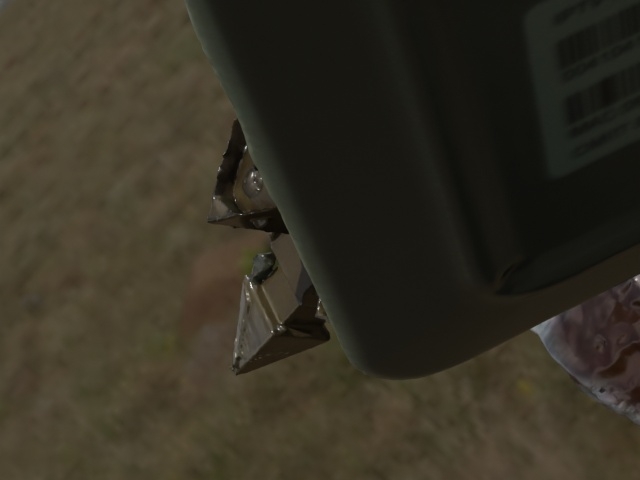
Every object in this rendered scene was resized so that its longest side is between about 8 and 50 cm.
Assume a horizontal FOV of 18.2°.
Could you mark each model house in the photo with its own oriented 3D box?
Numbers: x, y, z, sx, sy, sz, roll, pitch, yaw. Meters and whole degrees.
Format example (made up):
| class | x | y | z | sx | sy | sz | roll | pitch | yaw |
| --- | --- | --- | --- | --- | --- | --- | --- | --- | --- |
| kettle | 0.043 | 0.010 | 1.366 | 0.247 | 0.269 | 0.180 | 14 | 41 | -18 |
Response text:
| class | x | y | z | sx | sy | sz | roll | pitch | yaw |
| --- | --- | --- | --- | --- | --- | --- | --- | --- | --- |
| model house | 0.000 | 0.000 | 1.177 | 0.248 | 0.176 | 0.181 | -51 | 51 | 30 |

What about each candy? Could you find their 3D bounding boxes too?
| class | x | y | z | sx | sy | sz | roll | pitch | yaw |
| --- | --- | --- | --- | --- | --- | --- | --- | --- | --- |
| candy | 0.303 | 0.074 | 1.471 | 0.157 | 0.289 | 0.214 | -58 | 25 | 27 |

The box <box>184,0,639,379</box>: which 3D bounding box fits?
| class | x | y | z | sx | sy | sz | roll | pitch | yaw |
| --- | --- | --- | --- | --- | --- | --- | --- | --- | --- |
| box | 0.134 | -0.122 | 0.686 | 0.367 | 0.090 | 0.373 | -28 | -32 | -2 |
